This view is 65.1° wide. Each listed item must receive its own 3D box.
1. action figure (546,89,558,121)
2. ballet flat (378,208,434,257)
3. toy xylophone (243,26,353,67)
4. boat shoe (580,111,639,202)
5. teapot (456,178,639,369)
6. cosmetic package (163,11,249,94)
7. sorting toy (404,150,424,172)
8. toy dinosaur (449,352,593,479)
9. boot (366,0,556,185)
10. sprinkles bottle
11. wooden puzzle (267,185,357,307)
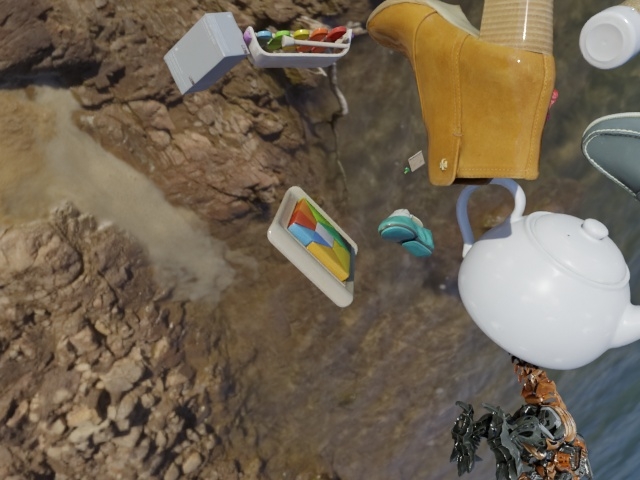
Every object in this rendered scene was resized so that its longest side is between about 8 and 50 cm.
[{"bbox_3d":[0.522,-0.428,1.289,0.139,0.280,0.091,0,160,-7],"label":"action figure"},{"bbox_3d":[0.208,-0.028,1.236,0.083,0.087,0.247,-16,156,30],"label":"ballet flat"},{"bbox_3d":[-0.051,-0.548,1.405,0.322,0.236,0.081,-8,96,-28],"label":"toy xylophone"},{"bbox_3d":[0.488,-0.073,0.664,0.099,0.319,0.116,-32,144,-28],"label":"boat shoe"},{"bbox_3d":[0.336,0.042,0.728,0.256,0.252,0.187,12,128,-12],"label":"teapot"},{"bbox_3d":[-0.320,-0.518,1.400,0.107,0.238,0.127,-31,97,-42],"label":"cosmetic package"},{"bbox_3d":[0.321,-0.268,1.738,0.083,0.012,0.062,-34,134,-9],"label":"sorting toy"},{"bbox_3d":[0.343,0.325,0.833,0.218,0.322,0.164,-1,142,-19],"label":"toy dinosaur"},{"bbox_3d":[0.137,-0.171,0.587,0.104,0.295,0.211,-2,104,-27],"label":"boot"},{"bbox_3d":[0.735,-0.500,1.124,0.355,0.121,0.121,-31,131,-23],"label":"sprinkles bottle"},{"bbox_3d":[0.000,0.000,1.043,0.044,0.239,0.221,-39,105,24],"label":"wooden puzzle"}]
